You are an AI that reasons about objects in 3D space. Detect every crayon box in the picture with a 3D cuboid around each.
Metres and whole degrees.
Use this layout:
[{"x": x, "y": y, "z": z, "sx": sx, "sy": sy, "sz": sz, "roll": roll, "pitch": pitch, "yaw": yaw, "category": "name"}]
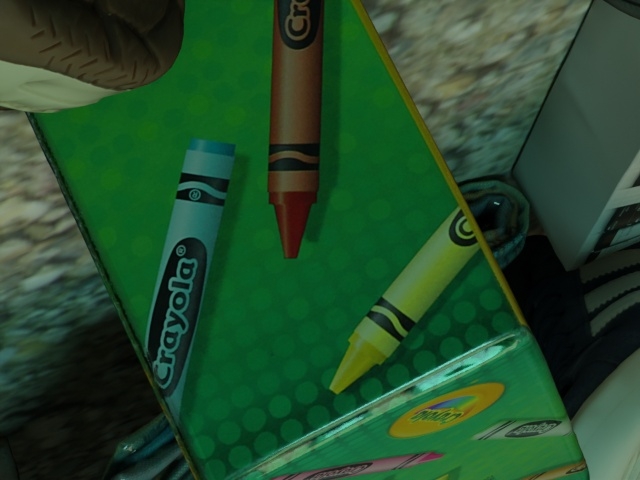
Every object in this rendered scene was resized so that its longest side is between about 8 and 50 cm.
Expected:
[{"x": 0.000, "y": 0.000, "z": 0.542, "sx": 0.081, "sy": 0.165, "sz": 0.278, "roll": -28, "pitch": 162, "yaw": 3, "category": "crayon box"}]

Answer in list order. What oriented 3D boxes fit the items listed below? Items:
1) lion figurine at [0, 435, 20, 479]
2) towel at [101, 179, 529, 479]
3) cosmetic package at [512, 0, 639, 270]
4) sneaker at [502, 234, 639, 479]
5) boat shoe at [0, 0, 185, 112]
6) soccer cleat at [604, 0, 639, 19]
[{"x": -0.240, "y": 0.201, "z": 0.878, "sx": 0.240, "sy": 0.142, "sz": 0.392, "roll": -15, "pitch": 147, "yaw": -11, "category": "lion figurine"}, {"x": -0.039, "y": 0.153, "z": 0.884, "sx": 0.271, "sy": 0.040, "sz": 0.370, "roll": -36, "pitch": 158, "yaw": -42, "category": "towel"}, {"x": 0.154, "y": -0.068, "z": 0.749, "sx": 0.099, "sy": 0.060, "sz": 0.239, "roll": -23, "pitch": 163, "yaw": -14, "category": "cosmetic package"}, {"x": 0.125, "y": 0.063, "z": 0.866, "sx": 0.350, "sy": 0.148, "sz": 0.131, "roll": -22, "pitch": 126, "yaw": -64, "category": "sneaker"}, {"x": -0.119, "y": -0.069, "z": 0.304, "sx": 0.095, "sy": 0.095, "sz": 0.257, "roll": -9, "pitch": 161, "yaw": 22, "category": "boat shoe"}, {"x": 0.209, "y": -0.162, "z": 0.526, "sx": 0.318, "sy": 0.108, "sz": 0.116, "roll": -24, "pitch": 142, "yaw": -4, "category": "soccer cleat"}]
